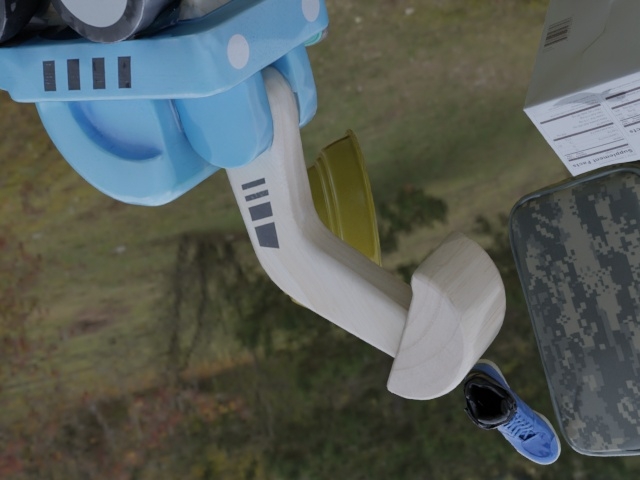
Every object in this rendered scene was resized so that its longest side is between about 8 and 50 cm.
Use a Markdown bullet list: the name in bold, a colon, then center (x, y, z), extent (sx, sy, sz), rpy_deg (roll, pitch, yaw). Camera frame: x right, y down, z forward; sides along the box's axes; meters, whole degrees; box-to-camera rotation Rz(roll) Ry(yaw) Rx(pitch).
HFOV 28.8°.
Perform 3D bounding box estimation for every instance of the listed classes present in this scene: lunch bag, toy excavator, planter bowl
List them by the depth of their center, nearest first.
- **toy excavator**: center (-0.074, -0.094, 1.058), extent (0.432, 0.445, 0.222), rpy_deg (4, -149, 33)
- **planter bowl**: center (0.000, 0.000, 1.257), extent (0.090, 0.217, 0.217), rpy_deg (-7, 165, -5)
- **lunch bag**: center (0.369, 0.061, 1.303), extent (0.256, 0.305, 0.212), rpy_deg (-13, 176, -39)

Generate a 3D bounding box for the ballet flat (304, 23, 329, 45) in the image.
- **ballet flat**: center (-0.099, -0.321, 1.698), extent (0.280, 0.096, 0.095), rpy_deg (7, 134, 29)

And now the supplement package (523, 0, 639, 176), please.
- **supplement package**: center (0.400, -0.236, 1.595), extent (0.204, 0.262, 0.145), rpy_deg (-17, 129, 38)

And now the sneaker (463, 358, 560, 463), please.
- **sneaker**: center (0.223, 0.214, 1.473), extent (0.058, 0.152, 0.084), rpy_deg (-37, 180, 20)
